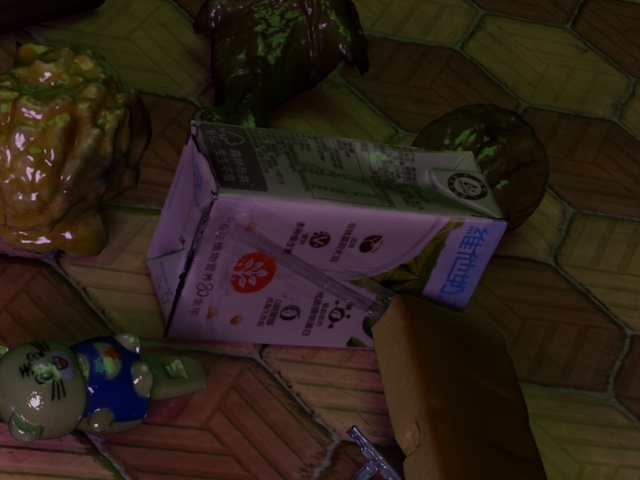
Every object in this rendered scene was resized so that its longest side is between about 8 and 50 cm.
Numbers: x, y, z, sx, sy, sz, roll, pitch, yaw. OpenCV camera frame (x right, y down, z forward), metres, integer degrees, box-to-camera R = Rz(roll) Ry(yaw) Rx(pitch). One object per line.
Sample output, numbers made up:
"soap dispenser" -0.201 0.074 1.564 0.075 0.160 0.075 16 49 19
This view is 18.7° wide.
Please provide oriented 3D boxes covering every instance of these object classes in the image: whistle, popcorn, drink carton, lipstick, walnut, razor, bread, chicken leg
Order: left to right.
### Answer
"lipstick" -0.386 -0.261 2.237 0.057 0.057 0.357 39 38 23
"popcorn" -0.272 -0.093 1.968 0.169 0.189 0.218 25 40 18
"whistle" -0.205 0.131 1.777 0.227 0.085 0.105 -4 51 -33
"chicken leg" -0.048 -0.208 2.290 0.211 0.140 0.361 -2 47 2
"drink carton" -0.001 0.000 1.969 0.325 0.194 0.132 5 40 -24
"razor" 0.003 0.253 1.776 0.084 0.036 0.211 48 43 3
"bread" 0.141 0.204 1.854 0.138 0.077 0.361 23 32 -25
"walnut" 0.176 -0.075 2.214 0.155 0.155 0.184 35 32 19
